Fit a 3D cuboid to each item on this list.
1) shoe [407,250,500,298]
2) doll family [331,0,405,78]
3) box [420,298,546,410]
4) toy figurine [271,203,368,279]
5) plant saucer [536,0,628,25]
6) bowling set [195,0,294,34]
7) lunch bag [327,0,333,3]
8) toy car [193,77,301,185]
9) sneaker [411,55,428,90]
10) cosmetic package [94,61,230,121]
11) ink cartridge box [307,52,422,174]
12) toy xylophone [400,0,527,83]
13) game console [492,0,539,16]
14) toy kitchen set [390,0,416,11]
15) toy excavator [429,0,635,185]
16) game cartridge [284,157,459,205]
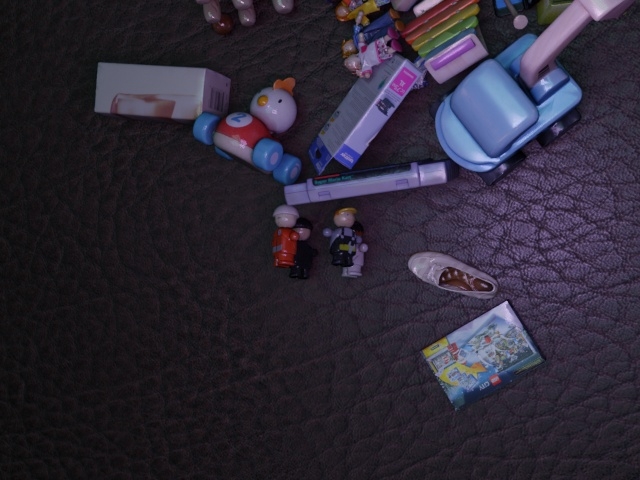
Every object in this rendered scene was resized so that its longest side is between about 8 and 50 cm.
[{"bbox_3d":[0.300,0.077,1.777,0.219,0.058,0.077,18,98,16],"label":"shoe"},{"bbox_3d":[0.103,-0.486,1.755,0.163,0.118,0.263,-19,83,38],"label":"doll family"},{"bbox_3d":[0.367,0.260,1.771,0.233,0.044,0.159,-33,82,16],"label":"box"},{"bbox_3d":[0.000,0.000,1.797,0.209,0.213,0.148,-2,75,15],"label":"toy figurine"},{"bbox_3d":[0.556,-0.570,1.674,0.188,0.045,0.188,-3,91,18],"label":"plant saucer"},{"bbox_3d":[-0.226,-0.597,1.864,0.200,0.287,0.154,-19,78,51],"label":"bowling set"},{"bbox_3d":[0.024,-0.592,1.818,0.065,0.098,0.067,-31,88,19],"label":"lunch bag"},{"bbox_3d":[-0.134,-0.289,1.842,0.219,0.210,0.238,25,87,25],"label":"toy car"},{"bbox_3d":[0.214,-0.365,1.792,0.058,0.052,0.135,42,107,3],"label":"sneaker"},{"bbox_3d":[-0.389,-0.359,1.935,0.296,0.153,0.129,8,94,19],"label":"cosmetic package"},{"bbox_3d":[0.092,-0.285,1.769,0.065,0.186,0.311,34,103,-23],"label":"ink cartridge box"},{"bbox_3d":[0.298,-0.456,1.660,0.236,0.323,0.081,-34,120,14],"label":"toy xylophone"},{"bbox_3d":[0.423,-0.565,1.707,0.071,0.107,0.122,-11,89,-10],"label":"game console"},{"bbox_3d":[0.266,-0.619,1.748,0.207,0.166,0.122,-40,60,50],"label":"toy kitchen set"},{"bbox_3d":[0.405,-0.310,1.524,0.433,0.445,0.222,-38,81,16],"label":"toy excavator"},{"bbox_3d":[0.118,-0.135,1.737,0.355,0.230,0.068,-7,92,17],"label":"game cartridge"}]
